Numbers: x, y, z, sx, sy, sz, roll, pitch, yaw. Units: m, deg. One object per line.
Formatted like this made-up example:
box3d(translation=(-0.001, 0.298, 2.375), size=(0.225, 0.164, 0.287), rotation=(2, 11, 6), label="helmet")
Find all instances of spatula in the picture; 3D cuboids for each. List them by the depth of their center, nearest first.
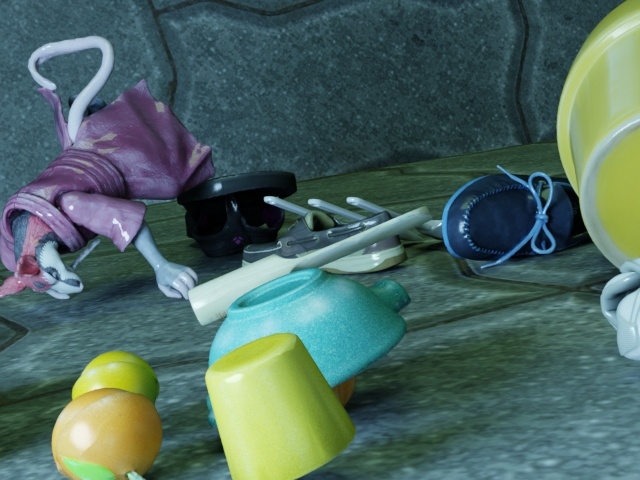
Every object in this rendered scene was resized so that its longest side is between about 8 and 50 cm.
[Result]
box3d(translation=(0.059, -0.027, 1.400), size=(0.168, 0.019, 0.242), rotation=(3, -11, 38), label="spatula")

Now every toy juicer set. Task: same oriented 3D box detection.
box3d(translation=(-0.044, 0.080, 0.735), size=(0.209, 0.089, 0.329), rotation=(-19, 11, 22), label="toy juicer set")

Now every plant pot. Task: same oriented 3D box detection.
box3d(translation=(0.325, -0.081, 1.015), size=(0.254, 0.254, 0.239), rotation=(-5, 23, 24), label="plant pot")

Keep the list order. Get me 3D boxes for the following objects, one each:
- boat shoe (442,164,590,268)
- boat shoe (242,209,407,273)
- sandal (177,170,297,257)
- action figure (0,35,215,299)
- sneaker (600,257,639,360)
box3d(translation=(0.238, -0.036, 1.244), size=(0.258, 0.109, 0.089), rotation=(-17, 14, -42), label="boat shoe")
box3d(translation=(0.000, 0.000, 1.341), size=(0.223, 0.073, 0.080), rotation=(-3, 9, 38), label="boat shoe")
box3d(translation=(-0.118, -0.027, 1.688), size=(0.167, 0.107, 0.446), rotation=(-10, -6, -6), label="sandal")
box3d(translation=(-0.268, -0.067, 1.339), size=(0.248, 0.276, 0.370), rotation=(-10, 25, 23), label="action figure")
box3d(translation=(0.252, 0.027, 0.783), size=(0.115, 0.090, 0.232), rotation=(-9, 5, 27), label="sneaker")
